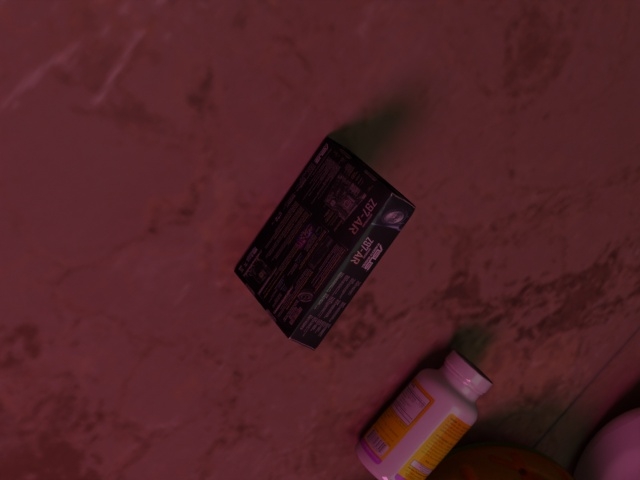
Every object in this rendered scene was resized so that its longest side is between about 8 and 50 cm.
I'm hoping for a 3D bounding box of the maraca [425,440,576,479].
[{"bbox_3d":[0.090,0.191,0.651,0.185,0.127,0.099,-19,157,-27],"label":"maraca"}]

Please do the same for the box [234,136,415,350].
[{"bbox_3d":[0.000,0.000,0.518,0.018,0.067,0.083,28,100,-38],"label":"box"}]

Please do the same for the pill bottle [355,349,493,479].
[{"bbox_3d":[0.061,0.104,0.630,0.083,0.043,0.043,-49,129,5],"label":"pill bottle"}]

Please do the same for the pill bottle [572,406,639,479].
[{"bbox_3d":[0.319,0.197,0.764,0.272,0.152,0.152,9,112,-34],"label":"pill bottle"}]
